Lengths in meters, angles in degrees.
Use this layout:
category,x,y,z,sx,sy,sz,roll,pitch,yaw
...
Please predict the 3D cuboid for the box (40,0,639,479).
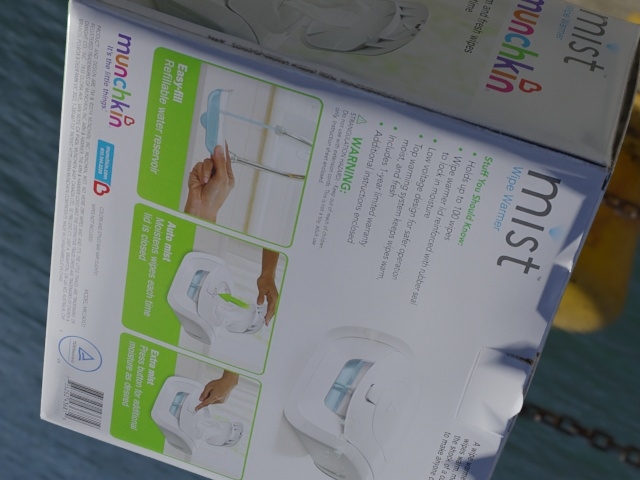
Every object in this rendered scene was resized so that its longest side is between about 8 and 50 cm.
category,x,y,z,sx,sy,sz,roll,pitch,yaw
box,0.000,0.000,0.679,0.231,0.127,0.262,17,131,6
